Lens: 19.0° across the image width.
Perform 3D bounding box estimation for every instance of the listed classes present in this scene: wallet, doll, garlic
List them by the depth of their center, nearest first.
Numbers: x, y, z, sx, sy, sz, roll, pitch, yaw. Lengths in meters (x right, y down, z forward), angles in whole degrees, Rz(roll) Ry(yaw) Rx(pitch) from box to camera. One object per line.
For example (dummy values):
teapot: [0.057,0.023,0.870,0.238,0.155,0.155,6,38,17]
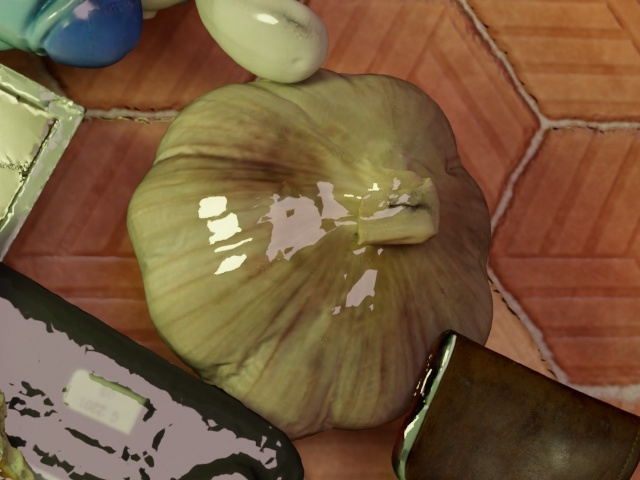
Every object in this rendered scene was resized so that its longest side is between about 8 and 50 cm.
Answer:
garlic: [-0.006,0.006,1.563,0.322,0.241,0.322,-3,68,6]
wallet: [0.162,0.171,1.565,0.255,0.031,0.137,26,91,-38]
doll: [-0.206,-0.251,1.583,0.366,0.376,0.187,-7,118,-18]

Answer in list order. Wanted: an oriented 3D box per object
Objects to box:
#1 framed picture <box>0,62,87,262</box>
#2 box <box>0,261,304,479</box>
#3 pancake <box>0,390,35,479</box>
framed picture: [-0.353,-0.029,1.520,0.231,0.018,0.293,29,86,5]
box: [-0.234,0.222,1.447,0.359,0.091,0.350,29,82,-2]
pancake: [-0.407,0.139,1.363,0.427,0.067,0.305,-29,87,-9]
